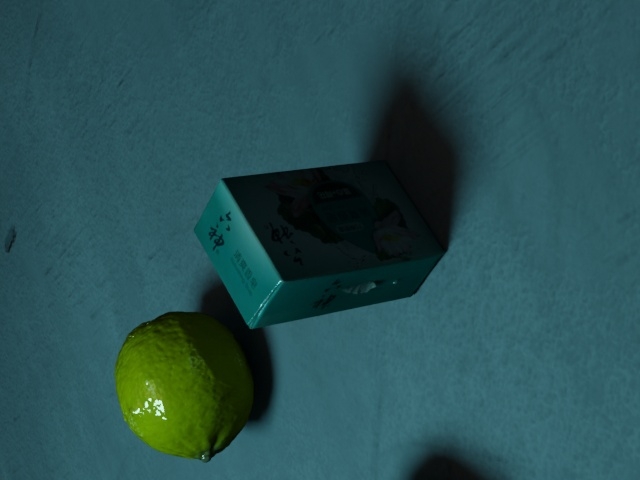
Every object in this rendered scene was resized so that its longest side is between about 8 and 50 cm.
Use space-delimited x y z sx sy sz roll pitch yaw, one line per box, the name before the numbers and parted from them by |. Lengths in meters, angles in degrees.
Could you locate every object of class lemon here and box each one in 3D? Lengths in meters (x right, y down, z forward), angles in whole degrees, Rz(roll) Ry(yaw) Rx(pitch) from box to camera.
lemon | -0.192 0.204 1.844 0.192 0.192 0.231 -53 50 45

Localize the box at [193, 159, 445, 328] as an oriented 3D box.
box | 0.000 0.000 1.490 0.153 0.245 0.092 58 136 26
